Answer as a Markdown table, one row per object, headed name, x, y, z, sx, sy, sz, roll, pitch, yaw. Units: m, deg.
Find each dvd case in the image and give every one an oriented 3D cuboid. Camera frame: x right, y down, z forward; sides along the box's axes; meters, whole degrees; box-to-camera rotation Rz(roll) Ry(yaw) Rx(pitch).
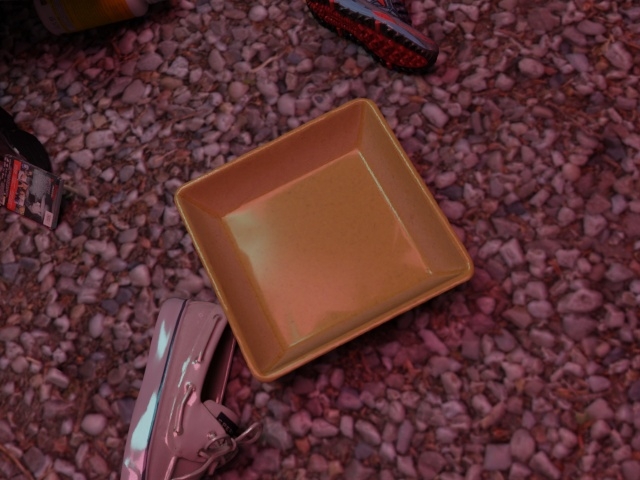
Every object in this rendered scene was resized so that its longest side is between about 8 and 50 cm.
| name | x | y | z | sx | sy | sz | roll | pitch | yaw |
| --- | --- | --- | --- | --- | --- | --- | --- | --- | --- |
| dvd case | -0.469 | -0.079 | 1.318 | 0.119 | 0.013 | 0.087 | 23 | 110 | 20 |

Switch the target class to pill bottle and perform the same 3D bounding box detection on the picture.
| name | x | y | z | sx | sy | sz | roll | pitch | yaw |
| --- | --- | --- | --- | --- | --- | --- | --- | --- | --- |
| pill bottle | -0.378 | -0.434 | 1.413 | 0.214 | 0.117 | 0.117 | -11 | 66 | 7 |

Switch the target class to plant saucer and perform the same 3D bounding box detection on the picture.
| name | x | y | z | sx | sy | sz | roll | pitch | yaw |
| --- | --- | --- | --- | --- | --- | --- | --- | --- | --- |
| plant saucer | 0.000 | 0.000 | 1.177 | 0.332 | 0.081 | 0.333 | -26 | 65 | -3 |

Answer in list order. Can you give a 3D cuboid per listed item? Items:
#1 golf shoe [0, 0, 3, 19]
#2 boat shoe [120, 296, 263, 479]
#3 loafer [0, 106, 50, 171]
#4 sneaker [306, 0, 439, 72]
| name | x | y | z | sx | sy | sz | roll | pitch | yaw |
| --- | --- | --- | --- | --- | --- | --- | --- | --- | --- |
| golf shoe | -0.630 | -0.487 | 1.512 | 0.085 | 0.067 | 0.186 | -3 | 68 | 11 |
| boat shoe | -0.158 | 0.253 | 1.092 | 0.156 | 0.136 | 0.367 | 2 | 59 | 9 |
| loafer | -0.519 | -0.158 | 1.370 | 0.170 | 0.062 | 0.061 | 44 | 121 | 17 |
| sneaker | 0.097 | -0.372 | 1.302 | 0.262 | 0.104 | 0.125 | 39 | 78 | 22 |
